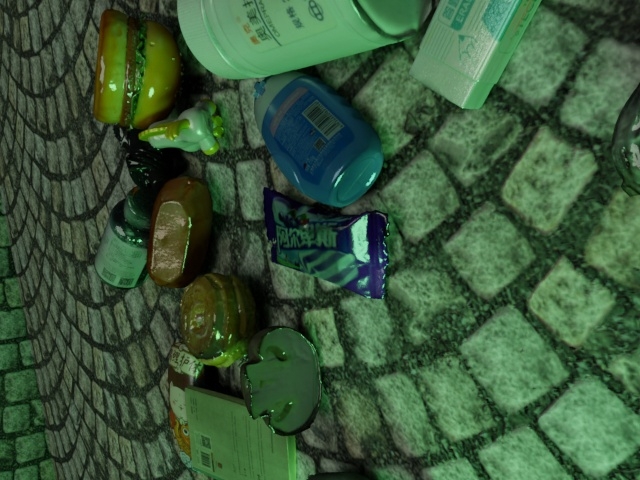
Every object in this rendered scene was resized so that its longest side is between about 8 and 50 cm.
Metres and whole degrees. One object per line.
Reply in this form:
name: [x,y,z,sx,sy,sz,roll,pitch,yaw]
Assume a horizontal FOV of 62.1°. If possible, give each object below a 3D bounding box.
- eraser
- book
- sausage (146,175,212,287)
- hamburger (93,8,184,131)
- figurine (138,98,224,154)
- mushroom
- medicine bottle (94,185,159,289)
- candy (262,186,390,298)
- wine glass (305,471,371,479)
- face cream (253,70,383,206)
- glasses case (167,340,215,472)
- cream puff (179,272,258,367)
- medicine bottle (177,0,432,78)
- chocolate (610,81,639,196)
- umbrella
eraser: [0.189,-0.271,0.594,0.095,0.052,0.225,44,127,29]
book: [-0.172,0.427,1.109,0.283,0.025,0.214,7,105,31]
sausage: [-0.295,-0.014,1.119,0.133,0.133,0.258,32,118,39]
hamburger: [-0.371,-0.343,1.092,0.246,0.170,0.246,-174,90,-68]
figurine: [-0.278,-0.217,1.053,0.178,0.130,0.109,2,104,46]
mushroom: [-0.074,0.242,0.937,0.117,0.141,0.188,164,96,-70]
medicine bottle: [-0.438,-0.007,1.256,0.293,0.141,0.141,-48,64,45]
candy: [0.000,0.000,0.851,0.275,0.070,0.145,16,117,40]
wine glass: [0.071,0.433,0.825,0.241,0.126,0.126,-13,89,45]
face cream: [-0.020,-0.167,0.812,0.149,0.083,0.264,-51,57,18]
glasses case: [-0.301,0.389,1.247,0.122,0.082,0.320,12,107,46]
cream puff: [-0.189,0.156,1.042,0.189,0.129,0.189,-1,88,48]
medicine bottle: [-0.035,-0.333,0.718,0.332,0.190,0.189,5,102,45]
chocolate: [0.322,-0.150,0.438,0.110,0.110,0.248,29,122,40]
umbrella: [-0.389,-0.202,1.187,0.110,0.122,0.272,-50,51,16]
